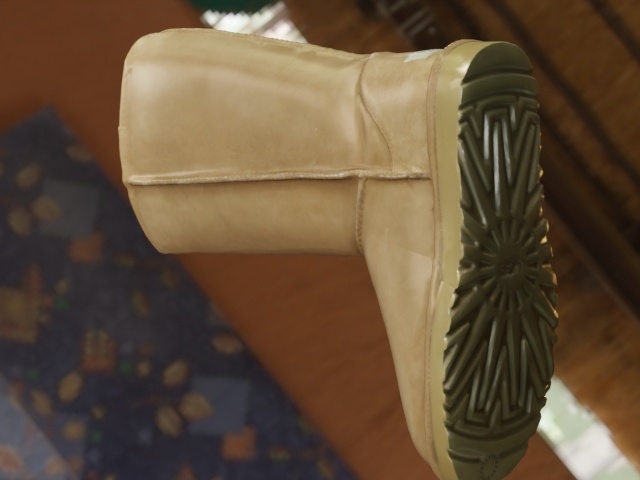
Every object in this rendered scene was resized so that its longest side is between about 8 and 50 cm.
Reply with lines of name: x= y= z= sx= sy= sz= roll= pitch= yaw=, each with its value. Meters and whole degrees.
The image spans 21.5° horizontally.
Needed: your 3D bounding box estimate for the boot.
boot: x=0.000 y=0.000 z=0.920 sx=0.089 sy=0.236 sz=0.269 roll=0 pitch=3 yaw=-44
